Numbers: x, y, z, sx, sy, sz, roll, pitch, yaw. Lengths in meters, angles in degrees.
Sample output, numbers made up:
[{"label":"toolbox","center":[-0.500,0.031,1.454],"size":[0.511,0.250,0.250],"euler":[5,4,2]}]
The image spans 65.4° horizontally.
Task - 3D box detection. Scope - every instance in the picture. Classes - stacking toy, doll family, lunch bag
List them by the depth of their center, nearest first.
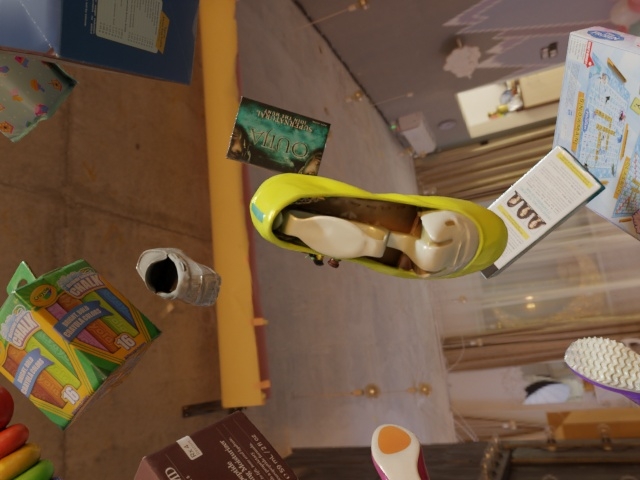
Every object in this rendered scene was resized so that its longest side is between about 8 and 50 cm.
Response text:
[{"label":"stacking toy","center":[-0.479,0.377,0.774],"size":[0.330,0.141,0.141],"euler":[62,-156,-1]},{"label":"doll family","center":[0.000,0.000,1.116],"size":[0.193,0.076,0.111],"euler":[-111,27,-68]},{"label":"lunch bag","center":[-0.697,-0.394,1.148],"size":[0.223,0.160,0.262],"euler":[50,-152,-33]}]

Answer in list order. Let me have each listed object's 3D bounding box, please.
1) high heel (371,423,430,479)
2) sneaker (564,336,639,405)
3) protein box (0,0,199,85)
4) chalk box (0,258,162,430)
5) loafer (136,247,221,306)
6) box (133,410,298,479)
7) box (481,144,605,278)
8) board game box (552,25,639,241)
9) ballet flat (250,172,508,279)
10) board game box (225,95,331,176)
[{"label":"high heel","center":[0.140,0.384,0.752],"size":[0.244,0.082,0.117],"euler":[-142,38,-70]},{"label":"sneaker","center":[0.646,0.295,0.995],"size":[0.102,0.293,0.146],"euler":[-52,-49,-25]},{"label":"protein box","center":[-0.224,-0.269,0.479],"size":[0.201,0.136,0.199],"euler":[-34,-45,-71]},{"label":"chalk box","center":[-0.495,0.169,0.950],"size":[0.289,0.180,0.179],"euler":[42,-157,0]},{"label":"loafer","center":[-0.343,0.071,1.117],"size":[0.111,0.319,0.112],"euler":[17,-95,-43]},{"label":"box","center":[-0.180,0.423,0.809],"size":[0.203,0.168,0.167],"euler":[-8,-49,-53]},{"label":"box","center":[0.365,-0.045,0.887],"size":[0.060,0.244,0.100],"euler":[-3,-128,-53]},{"label":"board game box","center":[0.550,-0.177,0.875],"size":[0.318,0.066,0.318],"euler":[-120,16,-51]},{"label":"ballet flat","center":[0.057,-0.002,0.403],"size":[0.077,0.231,0.077],"euler":[-114,36,-71]},{"label":"board game box","center":[-0.084,-0.200,1.002],"size":[0.026,0.186,0.126],"euler":[-158,82,-79]}]
